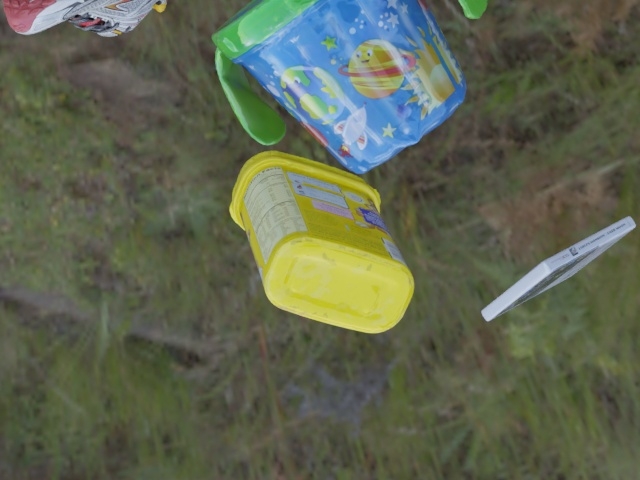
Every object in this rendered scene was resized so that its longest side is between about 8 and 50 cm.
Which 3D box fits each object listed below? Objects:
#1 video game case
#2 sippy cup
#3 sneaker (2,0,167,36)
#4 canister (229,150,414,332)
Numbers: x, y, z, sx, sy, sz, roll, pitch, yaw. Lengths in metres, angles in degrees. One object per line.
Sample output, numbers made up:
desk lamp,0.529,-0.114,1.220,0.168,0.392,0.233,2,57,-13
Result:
video game case,0.334,0.040,2.073,0.173,0.022,0.190,-25,168,-30
sippy cup,0.037,-0.205,1.616,0.240,0.305,0.224,-41,101,-14
sneaker,-0.206,-0.227,1.376,0.088,0.225,0.092,15,119,28
canister,0.000,0.000,1.192,0.126,0.170,0.073,17,111,-18
